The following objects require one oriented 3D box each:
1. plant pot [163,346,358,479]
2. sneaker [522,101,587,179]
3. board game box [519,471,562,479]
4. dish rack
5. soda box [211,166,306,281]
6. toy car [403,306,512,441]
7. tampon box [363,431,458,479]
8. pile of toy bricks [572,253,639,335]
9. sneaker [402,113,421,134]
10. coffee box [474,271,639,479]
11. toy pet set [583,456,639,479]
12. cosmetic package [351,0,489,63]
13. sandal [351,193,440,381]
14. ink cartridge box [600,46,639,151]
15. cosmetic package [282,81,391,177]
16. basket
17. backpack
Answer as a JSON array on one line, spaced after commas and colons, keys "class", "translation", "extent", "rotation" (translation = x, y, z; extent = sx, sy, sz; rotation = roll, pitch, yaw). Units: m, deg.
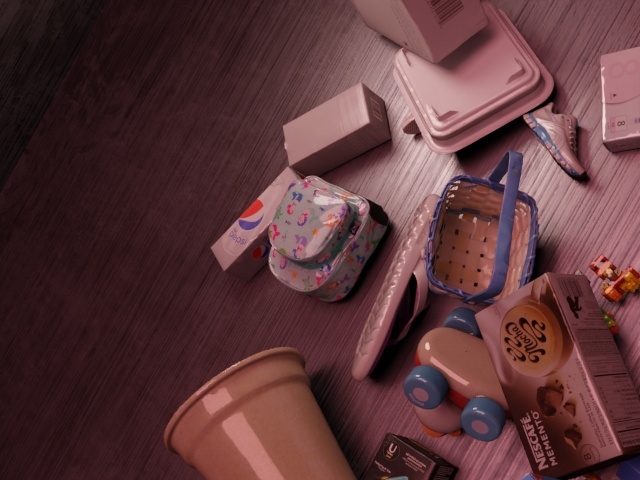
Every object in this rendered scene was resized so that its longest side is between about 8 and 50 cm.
[{"class": "plant pot", "translation": [-0.090, 0.435, 1.530], "extent": [0.334, 0.333, 0.305], "rotation": [-46, 62, 13]}, {"class": "sneaker", "translation": [0.473, -0.201, 1.506], "extent": [0.082, 0.071, 0.191], "rotation": [-35, 55, 14]}, {"class": "board game box", "translation": [0.296, 0.504, 1.198], "extent": [0.308, 0.302, 0.086], "rotation": [-48, 51, 12]}, {"class": "dish rack", "translation": [0.305, -0.365, 1.649], "extent": [0.285, 0.072, 0.333], "rotation": [-29, 49, 13]}, {"class": "soda box", "translation": [-0.128, -0.036, 1.866], "extent": [0.286, 0.098, 0.091], "rotation": [-45, 51, 14]}, {"class": "toy car", "translation": [0.256, 0.292, 1.424], "extent": [0.210, 0.219, 0.238], "rotation": [27, 133, 16]}, {"class": "tampon box", "translation": [0.157, 0.463, 1.447], "extent": [0.120, 0.101, 0.161], "rotation": [26, 87, 40]}, {"class": "pile of toy bricks", "translation": [0.470, 0.134, 1.328], "extent": [0.212, 0.118, 0.105], "rotation": [-49, 32, 14]}, {"class": "sneaker", "translation": [0.236, -0.297, 1.733], "extent": [0.134, 0.051, 0.070], "rotation": [-35, 47, 23]}, {"class": "coffee box", "translation": [0.392, 0.222, 1.251], "extent": [0.168, 0.118, 0.297], "rotation": [-39, 58, 42]}, {"class": "toy pet set", "translation": [0.486, 0.358, 1.269], "extent": [0.114, 0.065, 0.122], "rotation": [40, 98, 40]}, {"class": "cosmetic package", "translation": [0.179, -0.552, 1.681], "extent": [0.156, 0.217, 0.385], "rotation": [-37, 31, -1]}, {"class": "sandal", "translation": [0.180, 0.104, 1.571], "extent": [0.102, 0.169, 0.417], "rotation": [24, 85, 0]}, {"class": "ink cartridge box", "translation": [0.639, -0.275, 1.421], "extent": [0.232, 0.066, 0.189], "rotation": [-9, 66, 38]}, {"class": "cosmetic package", "translation": [0.035, -0.256, 1.832], "extent": [0.237, 0.107, 0.127], "rotation": [-25, 59, 30]}, {"class": "basket", "translation": [0.296, 0.001, 1.403], "extent": [0.200, 0.289, 0.255], "rotation": [16, 72, -4]}, {"class": "backpack", "translation": [0.000, 0.000, 1.707], "extent": [0.225, 0.191, 0.254], "rotation": [28, 95, 39]}]
